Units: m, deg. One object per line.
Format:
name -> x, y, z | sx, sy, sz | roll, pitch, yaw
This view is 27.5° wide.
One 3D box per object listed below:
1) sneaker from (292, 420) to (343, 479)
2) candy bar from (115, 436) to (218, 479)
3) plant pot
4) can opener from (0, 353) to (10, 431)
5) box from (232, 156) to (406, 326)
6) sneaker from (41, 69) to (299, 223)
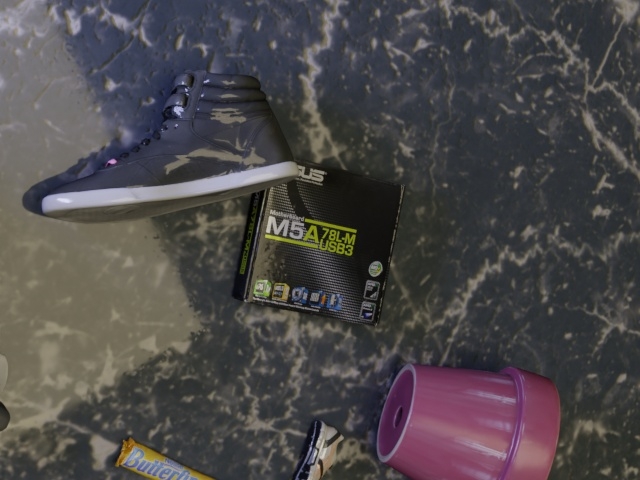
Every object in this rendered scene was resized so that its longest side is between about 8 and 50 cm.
sneaker -> -0.003, 0.282, 1.626 | 0.044, 0.040, 0.109 | 24, 84, -27
candy bar -> -0.174, 0.281, 1.556 | 0.161, 0.018, 0.040 | 31, 80, -25
plant pot -> 0.176, 0.241, 1.636 | 0.180, 0.201, 0.201 | 19, 85, -11
can opener -> -0.450, 0.126, 1.362 | 0.280, 0.093, 0.074 | 22, 96, -31
box -> 0.000, 0.000, 1.604 | 0.191, 0.045, 0.184 | 13, 90, -26
sneaker -> -0.181, -0.110, 1.487 | 0.296, 0.104, 0.146 | -13, 84, -17
